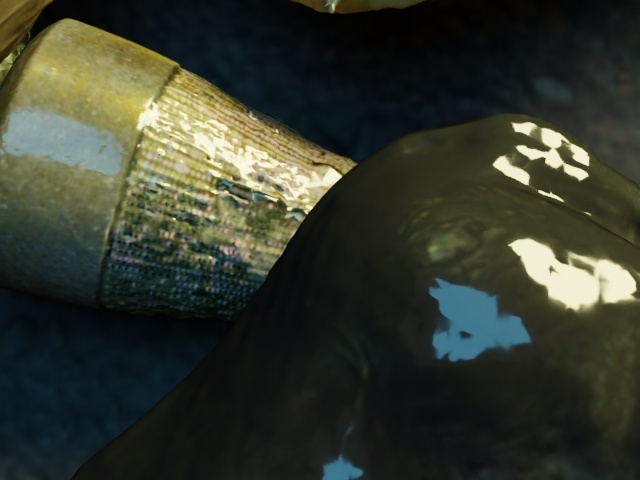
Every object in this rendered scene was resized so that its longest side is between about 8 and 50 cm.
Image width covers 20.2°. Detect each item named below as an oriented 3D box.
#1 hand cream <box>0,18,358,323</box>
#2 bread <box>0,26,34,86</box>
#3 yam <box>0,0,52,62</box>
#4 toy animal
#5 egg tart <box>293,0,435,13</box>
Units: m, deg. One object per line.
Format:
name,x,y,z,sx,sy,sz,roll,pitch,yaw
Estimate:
hand cream,0.000,0.000,0.539,0.203,0.084,0.084,17,75,1
bread,-0.168,-0.065,0.561,0.139,0.084,0.074,11,74,7
yam,-0.119,-0.078,0.512,0.081,0.081,0.357,36,90,13
toy animal,-0.034,0.112,0.470,0.343,0.106,0.168,-34,98,6
egg tart,0.059,-0.161,0.568,0.231,0.098,0.252,24,74,25
